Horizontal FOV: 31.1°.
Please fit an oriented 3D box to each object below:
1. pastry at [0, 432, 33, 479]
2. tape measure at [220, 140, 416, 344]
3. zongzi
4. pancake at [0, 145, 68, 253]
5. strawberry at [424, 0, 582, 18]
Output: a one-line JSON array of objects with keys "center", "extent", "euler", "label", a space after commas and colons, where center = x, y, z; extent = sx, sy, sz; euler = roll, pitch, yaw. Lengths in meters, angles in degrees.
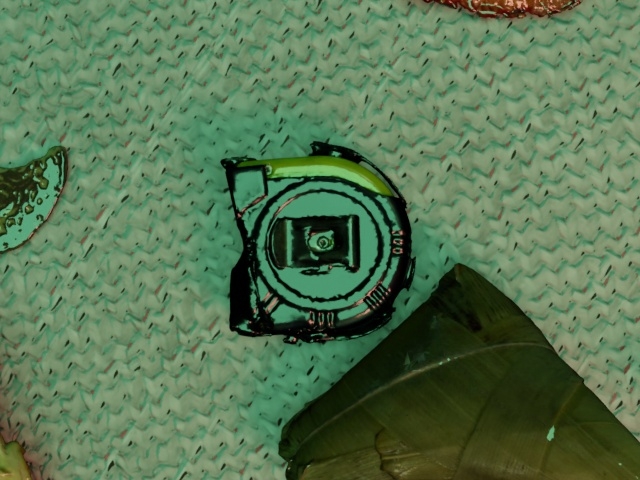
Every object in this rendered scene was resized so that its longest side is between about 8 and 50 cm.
[{"center": [-0.424, 0.268, 1.040], "extent": [0.337, 0.292, 0.405], "euler": [-20, 98, 11], "label": "pastry"}, {"center": [0.000, 0.000, 1.116], "extent": [0.186, 0.112, 0.199], "euler": [-5, 88, 0], "label": "tape measure"}, {"center": [0.125, 0.201, 1.028], "extent": [0.274, 0.145, 0.300], "euler": [-41, 44, 3], "label": "zongzi"}, {"center": [-0.362, -0.070, 1.180], "extent": [0.184, 0.020, 0.190], "euler": [-42, 87, 1], "label": "pancake"}, {"center": [0.164, -0.292, 1.145], "extent": [0.208, 0.087, 0.167], "euler": [34, 110, -21], "label": "strawberry"}]
